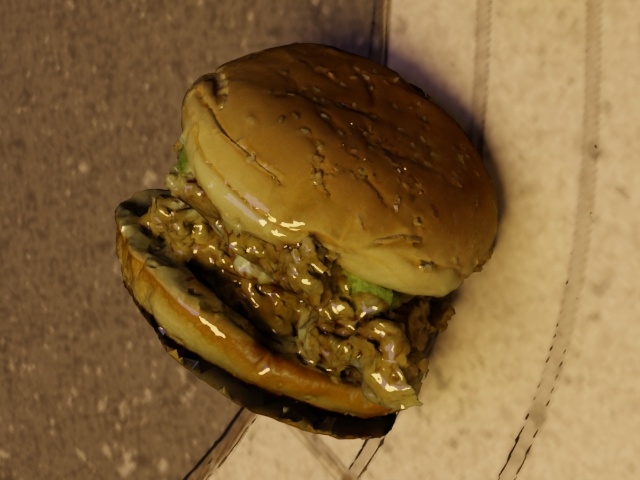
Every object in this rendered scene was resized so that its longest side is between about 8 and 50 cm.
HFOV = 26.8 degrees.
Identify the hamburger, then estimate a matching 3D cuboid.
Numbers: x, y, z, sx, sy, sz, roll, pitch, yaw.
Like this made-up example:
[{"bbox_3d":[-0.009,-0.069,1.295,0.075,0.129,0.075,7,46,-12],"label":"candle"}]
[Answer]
[{"bbox_3d":[0.000,0.000,0.563,0.131,0.159,0.185,-53,44,25],"label":"hamburger"}]
